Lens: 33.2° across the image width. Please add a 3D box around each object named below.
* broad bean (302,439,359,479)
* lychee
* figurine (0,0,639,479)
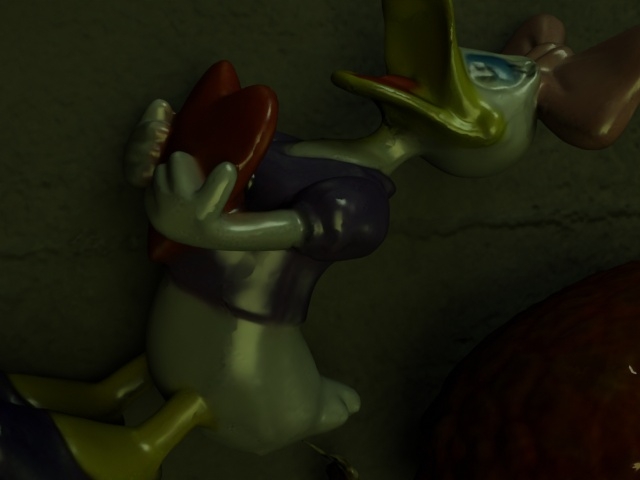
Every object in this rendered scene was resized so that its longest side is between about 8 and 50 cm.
[{"bbox_3d":[-0.065,0.262,0.631,0.098,0.056,0.318,30,88,-41],"label":"broad bean"},{"bbox_3d":[0.207,0.128,0.610,0.255,0.300,0.255,-27,120,-59],"label":"lychee"},{"bbox_3d":[-0.006,0.000,0.558,0.421,0.154,0.193,-48,117,-5],"label":"figurine"}]
